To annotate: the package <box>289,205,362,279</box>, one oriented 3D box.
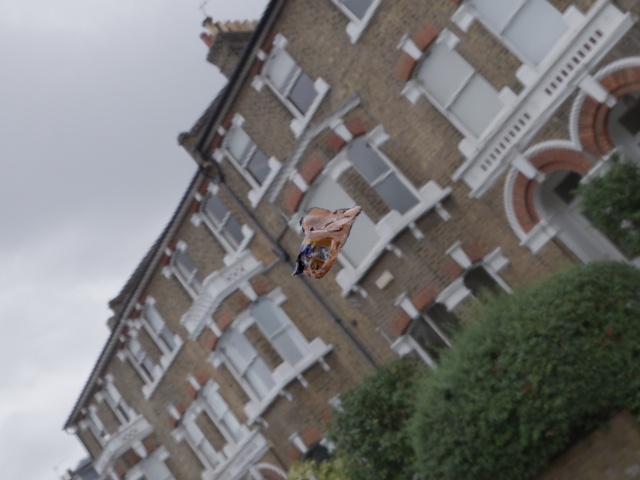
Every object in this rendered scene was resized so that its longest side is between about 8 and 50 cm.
[{"bbox_3d":[0.000,-0.001,0.865,0.077,0.033,0.110,-9,51,49],"label":"package"}]
